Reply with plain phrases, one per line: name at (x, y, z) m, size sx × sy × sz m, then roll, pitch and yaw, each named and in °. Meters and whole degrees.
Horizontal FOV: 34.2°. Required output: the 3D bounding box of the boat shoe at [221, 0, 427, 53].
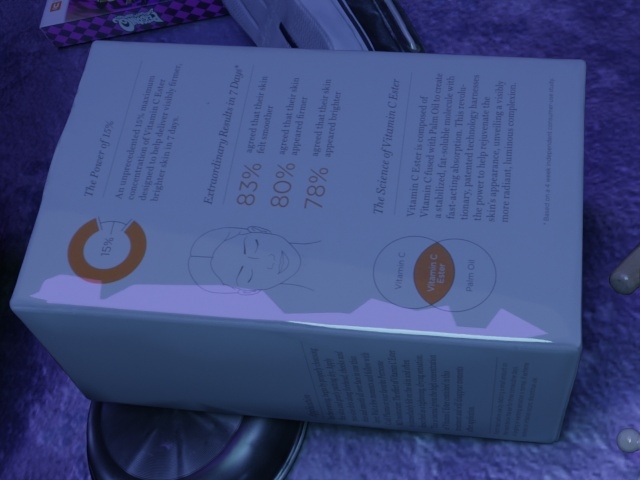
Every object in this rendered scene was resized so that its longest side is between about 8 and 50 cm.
boat shoe at (-0.007, -0.231, 0.967) m, size 0.119 × 0.121 × 0.335 m, roll -6°, pitch 55°, yaw -31°

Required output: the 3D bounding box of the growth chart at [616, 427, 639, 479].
growth chart at (0.200, 0.223, 0.599) m, size 0.172 × 0.021 × 0.237 m, roll 12°, pitch 75°, yaw 38°

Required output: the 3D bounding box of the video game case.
video game case at (-0.179, -0.319, 1.132) m, size 0.232 × 0.042 × 0.210 m, roll -6°, pitch 59°, yaw 20°

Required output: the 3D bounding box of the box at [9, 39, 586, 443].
box at (0.000, 0.000, 0.724) m, size 0.345 × 0.168 × 0.215 m, roll 4°, pitch 61°, yaw 9°

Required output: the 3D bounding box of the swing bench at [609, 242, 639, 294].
swing bench at (0.359, -0.030, 0.620) m, size 0.253 × 0.165 × 0.255 m, roll 29°, pitch 37°, yaw 36°

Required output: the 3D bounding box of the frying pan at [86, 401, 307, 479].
frying pan at (-0.067, 0.082, 0.829) m, size 0.197 × 0.053 × 0.326 m, roll 28°, pitch 77°, yaw 34°
